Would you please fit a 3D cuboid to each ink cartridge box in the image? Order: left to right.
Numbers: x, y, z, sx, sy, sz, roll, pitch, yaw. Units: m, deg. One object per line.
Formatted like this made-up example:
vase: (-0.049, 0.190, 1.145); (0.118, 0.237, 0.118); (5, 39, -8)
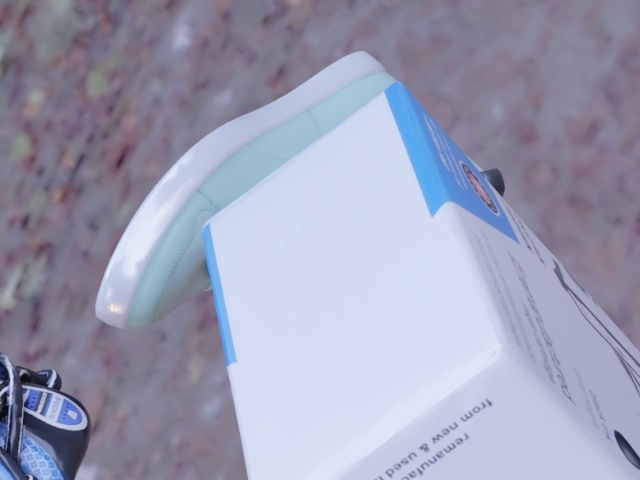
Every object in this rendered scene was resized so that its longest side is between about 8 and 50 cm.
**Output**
ink cartridge box: (0.064, 0.072, 0.606); (0.086, 0.203, 0.148); (-38, 32, 13)

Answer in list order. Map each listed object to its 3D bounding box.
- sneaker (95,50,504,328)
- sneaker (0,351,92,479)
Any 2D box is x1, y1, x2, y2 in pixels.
sneaker: (0.000, -0.001, 1.124); (0.256, 0.151, 0.094); (-38, -18, -36)
sneaker: (-0.183, 0.074, 0.900); (0.147, 0.330, 0.130); (-18, 30, 14)
